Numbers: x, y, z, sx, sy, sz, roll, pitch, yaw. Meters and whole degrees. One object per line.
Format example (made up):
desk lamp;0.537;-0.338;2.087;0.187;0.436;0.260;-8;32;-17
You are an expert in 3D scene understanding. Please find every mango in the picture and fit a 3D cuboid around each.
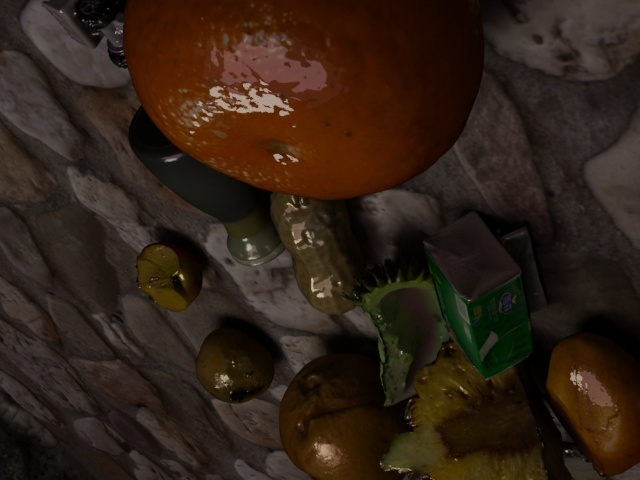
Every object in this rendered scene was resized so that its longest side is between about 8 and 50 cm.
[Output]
mango;0.448;0.244;1.749;0.187;0.138;0.257;36;155;37

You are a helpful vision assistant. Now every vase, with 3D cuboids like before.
vase;-0.158;-0.096;1.768;0.173;0.173;0.321;8;147;33

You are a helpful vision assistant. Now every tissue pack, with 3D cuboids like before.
tissue pack;0.264;0.074;1.674;0.148;0.156;0.209;54;170;42

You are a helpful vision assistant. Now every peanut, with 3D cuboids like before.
peanut;0.000;0.000;1.797;0.130;0.130;0.290;11;139;30

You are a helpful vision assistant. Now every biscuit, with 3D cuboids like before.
biscuit;0.443;0.438;2.120;0.289;0.038;0.141;-5;134;45

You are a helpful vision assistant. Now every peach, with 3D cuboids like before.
peach;-0.287;0.073;2.160;0.151;0.118;0.151;8;103;35

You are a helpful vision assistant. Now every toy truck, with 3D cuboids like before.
toy truck;-0.257;-0.315;1.582;0.285;0.111;0.136;17;162;26

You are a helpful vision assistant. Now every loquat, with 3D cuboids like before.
loquat;0.064;0.349;2.125;0.283;0.276;0.276;29;153;-29
loquat;-0.185;0.259;2.312;0.172;0.149;0.204;30;-169;-41

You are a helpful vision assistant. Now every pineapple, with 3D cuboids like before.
pineapple;0.254;0.337;1.875;0.286;0.344;0.209;-22;160;17

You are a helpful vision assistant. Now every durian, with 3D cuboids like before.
durian;0.149;0.147;1.831;0.158;0.169;0.352;16;145;25

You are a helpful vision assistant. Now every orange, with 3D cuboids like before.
orange;-0.016;-0.238;1.277;0.423;0.326;0.424;12;159;4
